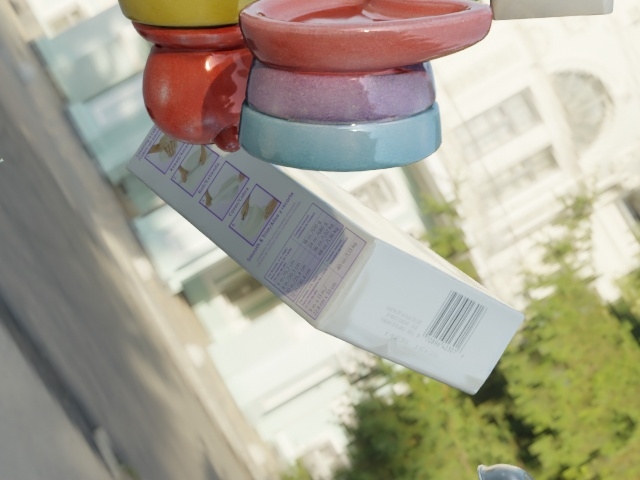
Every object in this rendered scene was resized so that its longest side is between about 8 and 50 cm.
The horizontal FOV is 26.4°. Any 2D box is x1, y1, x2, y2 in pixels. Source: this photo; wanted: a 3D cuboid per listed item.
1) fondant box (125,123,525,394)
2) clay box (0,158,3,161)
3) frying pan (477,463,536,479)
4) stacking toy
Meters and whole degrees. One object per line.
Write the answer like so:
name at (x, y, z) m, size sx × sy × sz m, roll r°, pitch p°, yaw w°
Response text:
fondant box at (0.000, 0.000, 1.289) m, size 0.238 × 0.096 × 0.330 m, roll 27°, pitch 7°, yaw -46°
clay box at (-0.420, -0.021, 1.351) m, size 0.222 × 0.128 × 0.053 m, roll -42°, pitch 128°, yaw -51°
frying pan at (0.212, 0.300, 1.387) m, size 0.197 × 0.053 × 0.326 m, roll 57°, pitch 10°, yaw 22°
stacking toy at (0.027, -0.121, 0.963) m, size 0.309 × 0.280 × 0.130 m, roll 31°, pitch -53°, yaw 55°
